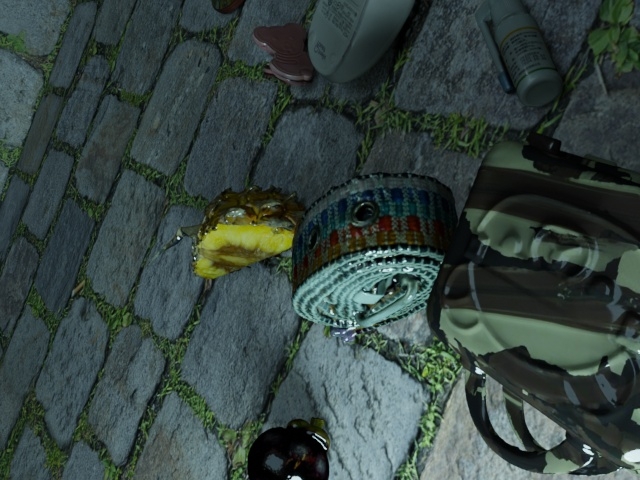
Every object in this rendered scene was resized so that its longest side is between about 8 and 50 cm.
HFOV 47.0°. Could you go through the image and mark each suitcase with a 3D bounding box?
[{"bbox_3d":[0.284,0.085,0.787,0.351,0.193,0.339,33,107,52],"label":"suitcase"}]

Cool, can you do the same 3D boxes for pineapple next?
[{"bbox_3d":[-0.172,-0.041,1.402,0.334,0.158,0.161,-24,57,43],"label":"pineapple"}]

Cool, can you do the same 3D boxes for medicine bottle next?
[{"bbox_3d":[0.275,-0.279,1.054,0.092,0.061,0.221,125,144,-49],"label":"medicine bottle"}]

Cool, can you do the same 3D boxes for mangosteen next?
[{"bbox_3d":[-0.041,0.334,1.132,0.137,0.137,0.151,-7,35,48],"label":"mangosteen"}]

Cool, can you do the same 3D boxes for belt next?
[{"bbox_3d":[0.067,0.037,1.047,0.295,0.206,0.161,-33,50,40],"label":"belt"}]

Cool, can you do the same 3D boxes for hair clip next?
[{"bbox_3d":[-0.065,-0.368,1.457,0.138,0.123,0.102,-137,43,-54],"label":"hair clip"}]

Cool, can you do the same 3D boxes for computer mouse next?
[{"bbox_3d":[0.087,-0.418,1.286,0.184,0.121,0.297,51,128,45],"label":"computer mouse"}]

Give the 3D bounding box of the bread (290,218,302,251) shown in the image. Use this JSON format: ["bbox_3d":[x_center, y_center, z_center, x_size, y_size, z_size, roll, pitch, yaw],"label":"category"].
[{"bbox_3d":[0.002,0.000,1.251,0.083,0.076,0.070,-10,56,48],"label":"bread"}]

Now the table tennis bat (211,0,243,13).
[{"bbox_3d":[-0.173,-0.685,1.773,0.310,0.038,0.200,-49,44,30],"label":"table tennis bat"}]
